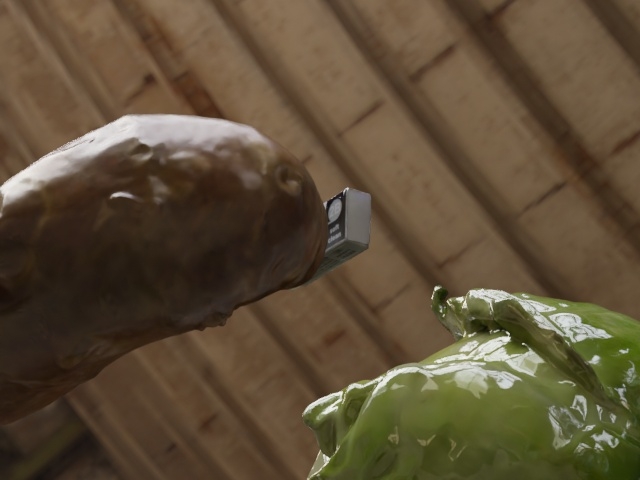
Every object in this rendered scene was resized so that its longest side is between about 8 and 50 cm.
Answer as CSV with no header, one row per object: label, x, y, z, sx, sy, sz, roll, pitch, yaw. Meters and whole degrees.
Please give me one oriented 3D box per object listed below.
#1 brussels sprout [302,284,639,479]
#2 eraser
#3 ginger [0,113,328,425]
brussels sprout,0.186,0.265,1.780,0.361,0.342,0.425,22,-83,41
eraser,0.000,0.000,1.727,0.029,0.052,0.122,17,-30,-28
ginger,-0.155,0.011,1.313,0.321,0.165,0.172,-25,-50,18
